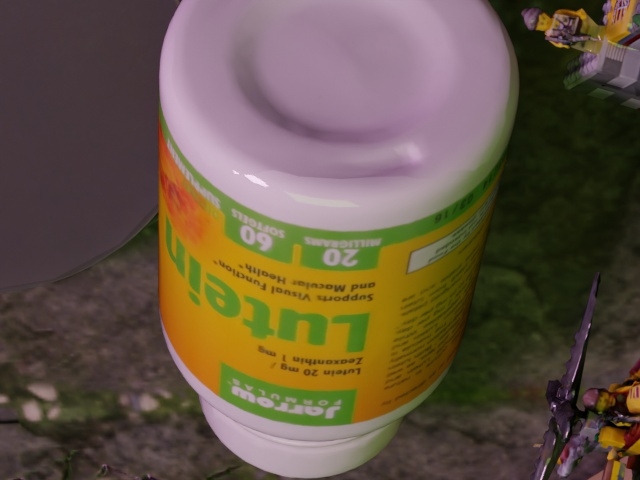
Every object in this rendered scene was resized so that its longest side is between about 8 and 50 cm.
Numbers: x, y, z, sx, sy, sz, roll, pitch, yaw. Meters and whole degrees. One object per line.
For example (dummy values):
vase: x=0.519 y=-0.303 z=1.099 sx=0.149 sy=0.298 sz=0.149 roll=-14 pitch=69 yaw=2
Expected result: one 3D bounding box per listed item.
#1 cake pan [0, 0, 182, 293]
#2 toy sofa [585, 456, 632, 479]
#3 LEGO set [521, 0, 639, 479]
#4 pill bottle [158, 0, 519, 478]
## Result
cake pan: x=-0.173 y=-0.088 z=0.862 sx=0.293 sy=0.054 sz=0.293 roll=3 pitch=129 yaw=4
toy sofa: x=0.199 y=0.157 z=0.951 sx=0.362 sy=0.150 sz=0.177 roll=-36 pitch=115 yaw=29
LEGO set: x=0.165 y=-0.028 z=0.708 sx=0.192 sy=0.255 sz=0.331 roll=16 pitch=92 yaw=-6
pill bottle: x=0.000 y=0.000 z=0.839 sx=0.136 sy=0.136 sz=0.246 roll=8 pitch=146 yaw=1
